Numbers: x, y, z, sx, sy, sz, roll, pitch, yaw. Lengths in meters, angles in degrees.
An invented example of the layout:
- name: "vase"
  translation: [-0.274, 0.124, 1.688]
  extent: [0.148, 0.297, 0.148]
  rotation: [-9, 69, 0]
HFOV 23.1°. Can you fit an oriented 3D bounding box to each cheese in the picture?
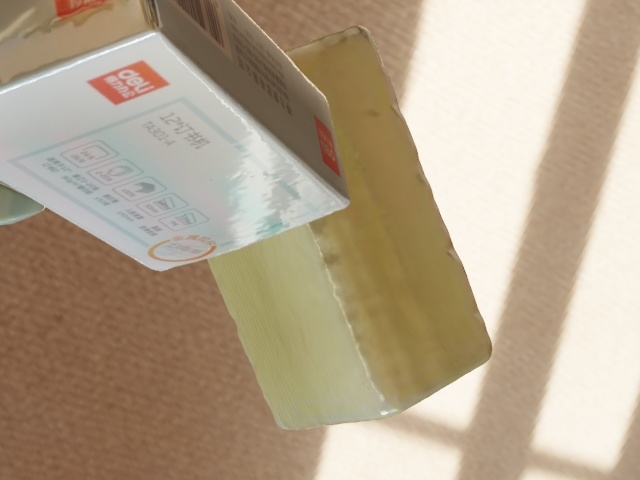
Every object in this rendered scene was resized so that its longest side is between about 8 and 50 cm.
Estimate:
- name: "cheese"
  translation: [0.000, 0.000, 1.194]
  extent: [0.123, 0.242, 0.266]
  rotation: [-22, 90, -19]

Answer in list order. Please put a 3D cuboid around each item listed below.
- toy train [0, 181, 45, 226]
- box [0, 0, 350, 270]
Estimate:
- name: "toy train"
  translation: [-0.424, -0.083, 1.266]
  extent: [0.407, 0.086, 0.088]
  rotation: [26, 85, -12]
- name: "box"
  translation: [-0.092, -0.067, 0.814]
  extent: [0.135, 0.079, 0.269]
  rotation: [-18, 158, 16]
